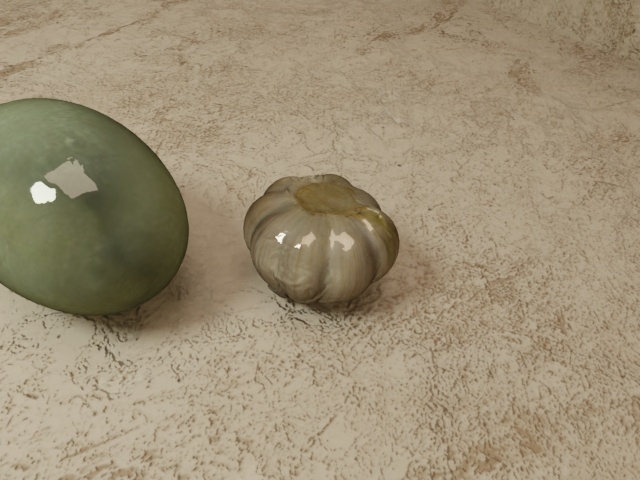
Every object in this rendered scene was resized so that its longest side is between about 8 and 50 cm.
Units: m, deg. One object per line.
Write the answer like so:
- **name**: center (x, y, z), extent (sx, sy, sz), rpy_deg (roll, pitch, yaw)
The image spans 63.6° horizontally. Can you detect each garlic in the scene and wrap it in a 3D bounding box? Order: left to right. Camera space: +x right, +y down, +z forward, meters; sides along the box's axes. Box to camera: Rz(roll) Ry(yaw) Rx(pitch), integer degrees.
- **garlic**: center (-0.002, 0.002, 0.747), extent (0.227, 0.152, 0.228), rpy_deg (0, 38, 0)

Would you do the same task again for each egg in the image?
- **egg**: center (-0.330, -0.047, 0.680), extent (0.352, 0.259, 0.258), rpy_deg (34, 50, 18)
